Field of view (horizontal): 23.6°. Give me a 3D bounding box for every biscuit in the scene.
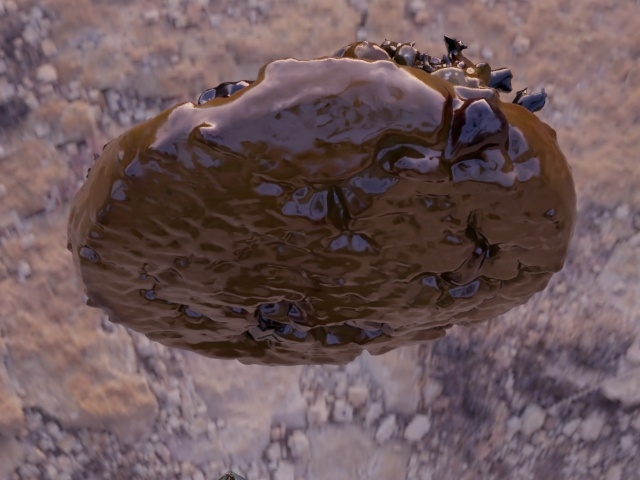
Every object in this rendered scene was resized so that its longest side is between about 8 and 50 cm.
[{"bbox_3d":[0.000,0.002,0.860,0.295,0.296,0.075,-1,63,0],"label":"biscuit"}]

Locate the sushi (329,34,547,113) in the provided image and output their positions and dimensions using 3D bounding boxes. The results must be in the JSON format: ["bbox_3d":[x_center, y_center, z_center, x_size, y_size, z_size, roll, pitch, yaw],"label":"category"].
[{"bbox_3d":[0.067,-0.065,1.271,0.213,0.204,0.200,-10,78,39],"label":"sushi"}]

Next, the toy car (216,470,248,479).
[{"bbox_3d":[0.012,0.228,0.951,0.224,0.090,0.076,38,65,6],"label":"toy car"}]
